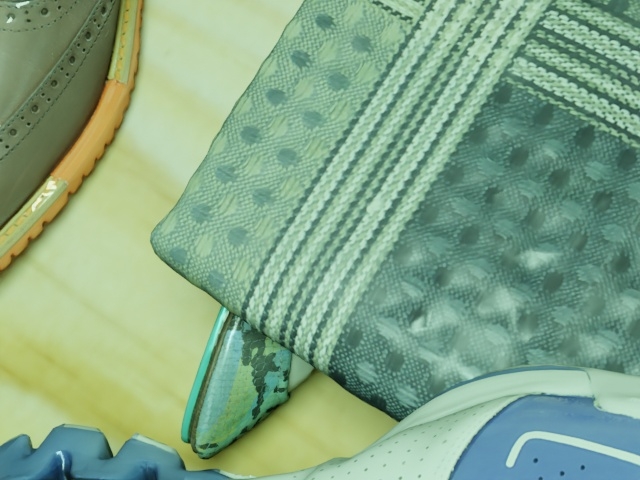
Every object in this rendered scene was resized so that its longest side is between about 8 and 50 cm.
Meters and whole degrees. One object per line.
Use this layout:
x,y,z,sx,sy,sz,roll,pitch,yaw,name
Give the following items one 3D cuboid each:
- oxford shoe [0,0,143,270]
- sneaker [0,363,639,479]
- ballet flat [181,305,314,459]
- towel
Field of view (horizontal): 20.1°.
-0.137,-0.139,0.759,0.130,0.133,0.363,17,77,22,oxford shoe
-0.033,0.140,0.567,0.316,0.182,0.127,-9,107,29,sneaker
0.000,0.000,0.706,0.070,0.070,0.188,12,78,21,ballet flat
0.147,-0.047,0.651,0.312,0.056,0.324,30,78,19,towel
